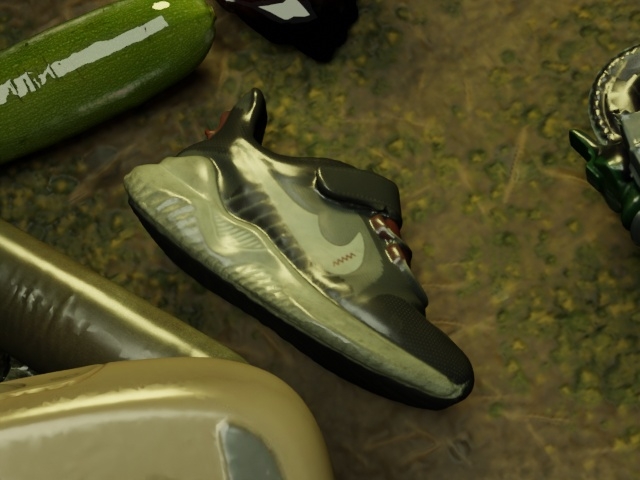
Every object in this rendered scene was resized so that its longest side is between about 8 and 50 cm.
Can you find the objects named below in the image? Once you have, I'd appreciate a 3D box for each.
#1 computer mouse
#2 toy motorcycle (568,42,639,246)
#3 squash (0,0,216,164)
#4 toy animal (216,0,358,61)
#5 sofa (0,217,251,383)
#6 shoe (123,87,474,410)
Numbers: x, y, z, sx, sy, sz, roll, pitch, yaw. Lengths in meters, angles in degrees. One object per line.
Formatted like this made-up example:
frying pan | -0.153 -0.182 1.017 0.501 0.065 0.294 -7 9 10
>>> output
computer mouse | -0.109 0.129 0.525 0.236 0.082 0.145 -12 89 -7
toy motorcycle | 0.275 -0.057 0.626 0.274 0.125 0.187 -19 65 8
squash | -0.178 -0.087 0.738 0.252 0.066 0.066 -22 74 4
toy animal | -0.019 -0.226 0.744 0.179 0.116 0.219 19 110 41
sofa | -0.158 0.140 0.620 0.200 0.182 0.258 28 83 14
shoe | 0.000 0.000 0.674 0.227 0.099 0.112 31 77 16
